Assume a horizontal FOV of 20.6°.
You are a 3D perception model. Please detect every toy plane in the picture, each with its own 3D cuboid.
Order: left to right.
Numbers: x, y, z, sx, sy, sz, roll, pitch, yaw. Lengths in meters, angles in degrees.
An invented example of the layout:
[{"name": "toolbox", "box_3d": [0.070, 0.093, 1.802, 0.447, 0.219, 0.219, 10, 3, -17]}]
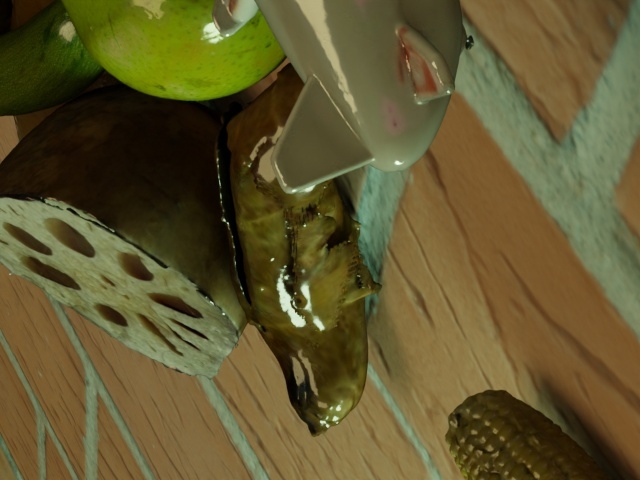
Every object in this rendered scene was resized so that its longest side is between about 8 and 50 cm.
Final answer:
[{"name": "toy plane", "box_3d": [-0.006, -0.150, 0.828, 0.252, 0.118, 0.252, 53, 154, 40]}]

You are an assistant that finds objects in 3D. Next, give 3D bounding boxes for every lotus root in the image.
[{"name": "lotus root", "box_3d": [-0.137, -0.021, 1.428, 0.272, 0.192, 0.272, 26, 151, 16]}]

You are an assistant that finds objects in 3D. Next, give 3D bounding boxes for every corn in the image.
[{"name": "corn", "box_3d": [0.170, 0.200, 1.043, 0.288, 0.086, 0.086, 53, 154, 35]}]

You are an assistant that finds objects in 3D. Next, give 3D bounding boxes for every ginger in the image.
[{"name": "ginger", "box_3d": [-0.011, -0.009, 1.259, 0.133, 0.107, 0.309, 27, 140, 24]}]

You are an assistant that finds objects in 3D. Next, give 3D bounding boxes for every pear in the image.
[{"name": "pear", "box_3d": [-0.083, -0.185, 1.146, 0.220, 0.187, 0.187, 1, 111, 69]}]

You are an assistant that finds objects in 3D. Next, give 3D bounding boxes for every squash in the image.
[{"name": "squash", "box_3d": [-0.228, -0.145, 1.410, 0.318, 0.071, 0.080, -10, 92, 55]}]

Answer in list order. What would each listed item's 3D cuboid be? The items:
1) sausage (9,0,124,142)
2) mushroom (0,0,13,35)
[{"name": "sausage", "box_3d": [-0.199, -0.195, 1.496, 0.136, 0.123, 0.501, 58, 157, 17]}, {"name": "mushroom", "box_3d": [-0.328, -0.265, 1.575, 0.146, 0.278, 0.278, 21, 134, 31]}]
